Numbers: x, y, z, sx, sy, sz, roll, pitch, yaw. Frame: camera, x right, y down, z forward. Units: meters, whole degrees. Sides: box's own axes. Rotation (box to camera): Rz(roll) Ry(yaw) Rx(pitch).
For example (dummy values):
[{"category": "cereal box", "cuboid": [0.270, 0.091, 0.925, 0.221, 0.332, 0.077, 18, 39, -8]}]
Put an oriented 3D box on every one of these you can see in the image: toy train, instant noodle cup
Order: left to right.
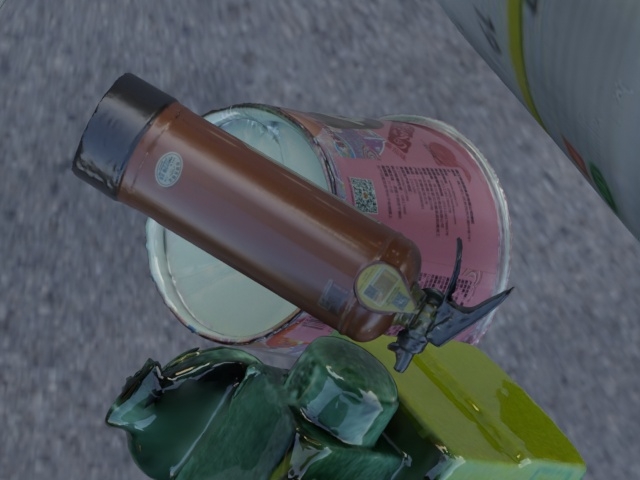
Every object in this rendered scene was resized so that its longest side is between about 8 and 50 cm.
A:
[{"category": "toy train", "cuboid": [-0.046, 0.211, 0.927, 0.237, 0.150, 0.369, 16, 115, -48]}, {"category": "instant noodle cup", "cuboid": [0.000, 0.000, 1.435, 0.231, 0.243, 0.243, 8, 116, -54]}]

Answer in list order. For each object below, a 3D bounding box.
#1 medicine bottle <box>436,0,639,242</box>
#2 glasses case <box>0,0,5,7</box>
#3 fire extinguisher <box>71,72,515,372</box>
[{"category": "medicine bottle", "cuboid": [0.166, -0.096, 0.515, 0.237, 0.232, 0.238, -21, 141, -18]}, {"category": "glasses case", "cuboid": [-0.241, -0.039, 0.650, 0.327, 0.125, 0.076, -48, 143, -14]}, {"category": "fire extinguisher", "cuboid": [-0.012, -0.006, 0.688, 0.177, 0.050, 0.062, 30, 112, 8]}]
